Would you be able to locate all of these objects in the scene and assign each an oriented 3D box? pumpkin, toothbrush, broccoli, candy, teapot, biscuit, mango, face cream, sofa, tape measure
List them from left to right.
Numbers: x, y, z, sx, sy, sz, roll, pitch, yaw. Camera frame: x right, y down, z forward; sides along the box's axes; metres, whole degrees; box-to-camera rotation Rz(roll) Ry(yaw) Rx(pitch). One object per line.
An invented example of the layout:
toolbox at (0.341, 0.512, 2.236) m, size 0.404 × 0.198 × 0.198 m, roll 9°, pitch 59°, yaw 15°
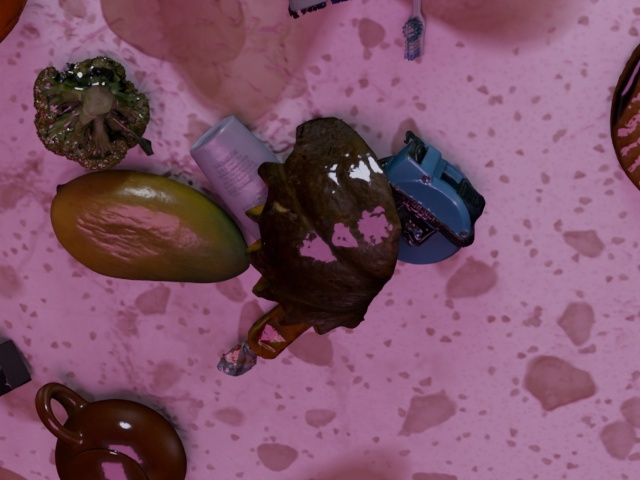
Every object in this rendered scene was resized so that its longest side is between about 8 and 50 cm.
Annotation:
sofa at (-0.465, 0.181, 1.600) m, size 0.147 × 0.060 × 0.085 m, roll -27°, pitch 93°, yaw 21°
broccoli at (-0.257, -0.144, 1.350) m, size 0.130 × 0.120 × 0.131 m, roll -6°, pitch 82°, yaw -16°
teapot at (-0.281, 0.287, 1.574) m, size 0.178 × 0.135 × 0.252 m, roll -36°, pitch 108°, yaw 20°
mango at (-0.201, -0.017, 1.426) m, size 0.238 × 0.091 × 0.137 m, roll 3°, pitch 124°, yaw 2°
face cream at (-0.064, -0.052, 1.400) m, size 0.084 × 0.057 × 0.198 m, roll -36°, pitch 109°, yaw 12°
candy at (-0.054, 0.108, 1.490) m, size 0.053 × 0.046 × 0.182 m, roll 45°, pitch 111°, yaw -10°
pumpkin at (0.000, 0.000, 1.321) m, size 0.130 × 0.149 × 0.253 m, roll -14°, pitch 103°, yaw -25°
toothbrush at (0.098, -0.335, 1.242) m, size 0.030 × 0.030 × 0.303 m, roll 3°, pitch 115°, yaw 8°
tape measure at (0.110, -0.038, 1.364) m, size 0.146 × 0.081 × 0.125 m, roll 39°, pitch 128°, yaw -9°
biscuit at (0.408, -0.158, 1.277) m, size 0.229 × 0.031 × 0.176 m, roll -29°, pitch 110°, yaw 21°

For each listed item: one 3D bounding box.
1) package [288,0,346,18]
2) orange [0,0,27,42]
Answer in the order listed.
package at (0.048, -0.342, 1.218) m, size 0.269 × 0.071 × 0.194 m, roll -27°, pitch 101°, yaw 24°
orange at (-0.416, -0.291, 1.234) m, size 0.240 × 0.240 × 0.240 m, roll 4°, pitch 118°, yaw 8°
